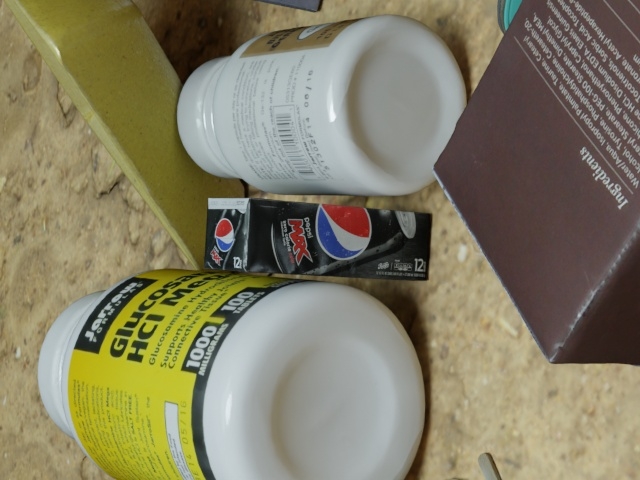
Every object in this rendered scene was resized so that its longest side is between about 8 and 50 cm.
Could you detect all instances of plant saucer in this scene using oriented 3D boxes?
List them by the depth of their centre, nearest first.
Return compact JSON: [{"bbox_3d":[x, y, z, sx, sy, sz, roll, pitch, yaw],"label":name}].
[{"bbox_3d":[-0.190,-0.153,1.293,0.081,0.332,0.333,-35,47,-6],"label":"plant saucer"}]

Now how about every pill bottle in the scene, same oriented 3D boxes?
[{"bbox_3d":[-0.008,-0.100,1.126,0.229,0.131,0.131,2,89,53],"label":"pill bottle"},{"bbox_3d":[-0.089,0.118,1.165,0.334,0.188,0.187,2,89,53],"label":"pill bottle"}]

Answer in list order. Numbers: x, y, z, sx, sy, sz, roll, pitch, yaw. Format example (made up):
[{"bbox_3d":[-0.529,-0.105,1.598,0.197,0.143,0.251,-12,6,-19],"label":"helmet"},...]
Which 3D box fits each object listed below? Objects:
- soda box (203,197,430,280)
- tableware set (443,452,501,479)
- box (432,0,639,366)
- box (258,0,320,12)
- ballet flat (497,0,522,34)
[{"bbox_3d":[0.000,0.000,1.073,0.060,0.169,0.053,2,89,53],"label":"soda box"},{"bbox_3d":[0.105,0.258,1.018,0.128,0.039,0.194,-52,49,37],"label":"tableware set"},{"bbox_3d":[0.199,-0.058,0.798,0.203,0.168,0.167,-63,38,34],"label":"box"},{"bbox_3d":[-0.073,-0.331,1.205,0.142,0.163,0.247,29,110,52],"label":"box"},{"bbox_3d":[0.172,-0.225,0.961,0.074,0.074,0.203,54,134,40],"label":"ballet flat"}]
